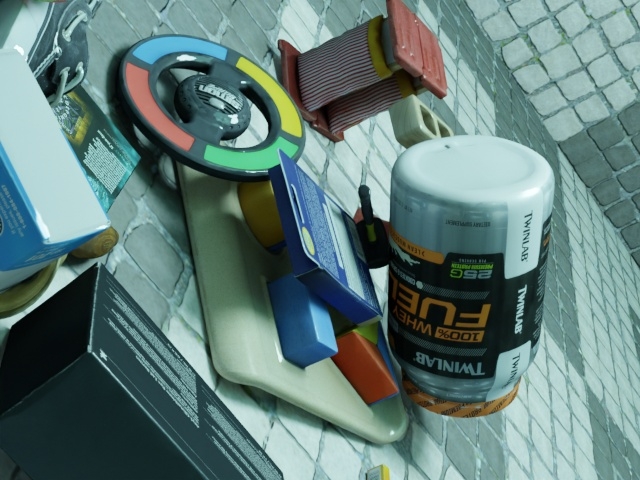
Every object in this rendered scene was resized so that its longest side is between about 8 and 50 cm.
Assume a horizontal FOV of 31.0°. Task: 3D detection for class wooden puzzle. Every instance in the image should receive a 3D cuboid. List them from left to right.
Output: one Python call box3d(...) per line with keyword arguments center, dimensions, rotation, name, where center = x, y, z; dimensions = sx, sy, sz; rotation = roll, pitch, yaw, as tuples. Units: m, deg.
box3d(center=(-0.013, 0.052, 1.358), dimensions=(0.348, 0.080, 0.322), rotation=(30, 39, -50), name="wooden puzzle")

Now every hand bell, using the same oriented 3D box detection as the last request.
box3d(center=(-0.226, -0.001, 0.988), dimensions=(0.126, 0.126, 0.242), rotation=(64, 12, 6), name="hand bell")

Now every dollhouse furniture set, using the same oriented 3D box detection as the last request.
box3d(center=(0.075, -0.137, 1.618), dimensions=(0.152, 0.201, 0.374), rotation=(31, 44, -50), name="dollhouse furniture set")

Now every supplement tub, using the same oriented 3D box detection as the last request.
box3d(center=(0.179, 0.047, 1.412), dimensions=(0.193, 0.193, 0.316), rotation=(-70, 161, -60), name="supplement tub")

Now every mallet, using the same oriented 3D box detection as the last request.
box3d(center=(0.061, -0.014, 1.387), dimensions=(0.190, 0.039, 0.062), rotation=(71, 5, -76), name="mallet")

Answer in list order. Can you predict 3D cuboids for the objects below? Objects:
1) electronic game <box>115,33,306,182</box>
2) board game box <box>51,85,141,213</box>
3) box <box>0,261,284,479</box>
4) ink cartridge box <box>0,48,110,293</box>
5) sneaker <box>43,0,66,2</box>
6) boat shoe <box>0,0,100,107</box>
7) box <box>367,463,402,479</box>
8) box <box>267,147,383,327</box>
box3d(center=(-0.121, -0.153, 1.305), dimensions=(0.229, 0.048, 0.229), rotation=(20, 40, -18), name="electronic game")
box3d(center=(-0.257, -0.116, 1.112), dimensions=(0.186, 0.026, 0.126), rotation=(52, 27, -20), name="board game box")
box3d(center=(-0.131, 0.168, 0.903), dimensions=(0.261, 0.103, 0.184), rotation=(53, 2, -20), name="box")
box3d(center=(-0.262, -0.024, 0.796), dimensions=(0.140, 0.190, 0.082), rotation=(62, 25, 1), name="ink cartridge box")
box3d(center=(-0.336, -0.397, 0.943), dimensions=(0.483, 0.202, 0.185), rotation=(35, 26, 0), name="sneaker")
box3d(center=(-0.253, -0.166, 1.021), dimensions=(0.102, 0.108, 0.301), rotation=(44, 22, -26), name="boat shoe")
box3d(center=(0.103, 0.331, 1.356), dimensions=(0.136, 0.028, 0.081), rotation=(48, 27, -34), name="box")
box3d(center=(0.000, 0.000, 1.276), dimensions=(0.225, 0.036, 0.136), rotation=(44, 28, -59), name="box")
